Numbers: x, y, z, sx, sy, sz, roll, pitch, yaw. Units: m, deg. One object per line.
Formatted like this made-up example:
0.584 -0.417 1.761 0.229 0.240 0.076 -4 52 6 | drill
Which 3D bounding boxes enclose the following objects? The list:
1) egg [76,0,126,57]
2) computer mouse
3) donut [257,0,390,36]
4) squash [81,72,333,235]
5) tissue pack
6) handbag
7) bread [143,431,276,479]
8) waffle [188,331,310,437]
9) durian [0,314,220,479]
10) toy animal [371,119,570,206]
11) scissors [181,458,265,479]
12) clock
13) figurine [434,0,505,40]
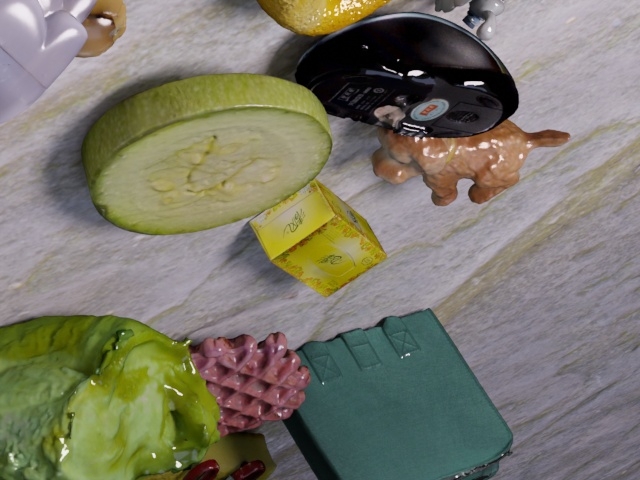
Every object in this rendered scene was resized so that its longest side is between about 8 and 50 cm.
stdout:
-0.206 -0.189 1.426 0.083 0.071 0.071 3 142 -25 | egg
0.089 -0.172 1.706 0.233 0.096 0.137 13 151 -25 | computer mouse
0.020 -0.256 1.527 0.190 0.075 0.174 -23 154 -13 | donut
-0.110 -0.081 1.687 0.252 0.049 0.252 -12 153 -6 | squash
0.000 0.000 1.993 0.095 0.062 0.176 -34 155 9 | tissue pack
0.094 0.244 2.289 0.268 0.274 0.100 -20 146 -26 | handbag
-0.218 0.323 2.344 0.138 0.077 0.361 -42 152 23 | bread
-0.128 0.189 2.156 0.234 0.055 0.221 -8 145 -6 | waffle
-0.299 0.183 1.849 0.339 0.204 0.256 5 -168 15 | durian
0.158 -0.114 1.869 0.184 0.104 0.185 -18 154 30 | toy animal
-0.195 0.378 2.361 0.247 0.017 0.144 -42 151 25 | scissors
-0.299 -0.217 1.201 0.189 0.189 0.254 -31 139 5 | clock
0.159 -0.247 1.688 0.082 0.094 0.086 35 86 -23 | figurine
